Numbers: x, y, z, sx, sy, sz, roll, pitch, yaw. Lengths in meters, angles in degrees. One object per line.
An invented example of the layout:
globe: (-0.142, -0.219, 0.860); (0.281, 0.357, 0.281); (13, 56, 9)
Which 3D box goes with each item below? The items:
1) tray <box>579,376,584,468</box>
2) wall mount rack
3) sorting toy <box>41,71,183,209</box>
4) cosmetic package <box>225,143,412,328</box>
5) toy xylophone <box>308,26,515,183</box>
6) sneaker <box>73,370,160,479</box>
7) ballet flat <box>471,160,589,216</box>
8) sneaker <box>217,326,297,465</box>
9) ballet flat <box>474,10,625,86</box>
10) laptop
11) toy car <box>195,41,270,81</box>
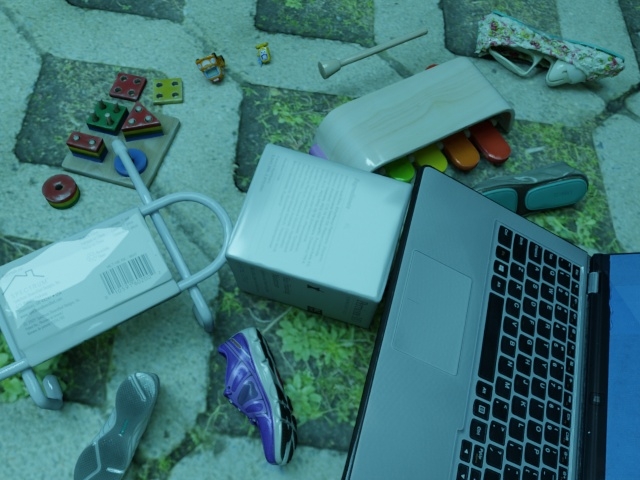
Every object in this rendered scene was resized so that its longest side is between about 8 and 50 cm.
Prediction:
tray: (0.178, 0.317, 0.641); (0.203, 0.076, 0.411); (28, 65, 12)
wall mount rack: (-0.291, 0.019, 0.734); (0.350, 0.130, 0.304); (-26, 79, -15)
sorting toy: (-0.291, -0.159, 0.889); (0.132, 0.046, 0.274); (15, 62, 5)
cosmetic package: (0.000, 0.000, 0.747); (0.183, 0.151, 0.151); (17, 71, 6)
toy xylophone: (0.132, -0.195, 0.905); (0.322, 0.081, 0.236); (-17, 64, -11)
sneaker: (-0.224, 0.220, 0.689); (0.053, 0.061, 0.152); (29, 83, 4)
ballet flat: (0.274, -0.066, 0.862); (0.213, 0.072, 0.068); (-12, 36, -9)
sneaker: (-0.077, 0.188, 0.715); (0.071, 0.068, 0.170); (-26, 56, 1)
ballet flat: (0.362, -0.297, 0.983); (0.241, 0.091, 0.077); (26, 94, 16)
laptop: (0.285, 0.113, 0.568); (0.408, 0.236, 0.382); (26, 58, -14)
toy car: (-0.134, -0.283, 0.959); (0.122, 0.060, 0.041); (-18, 96, -5)
